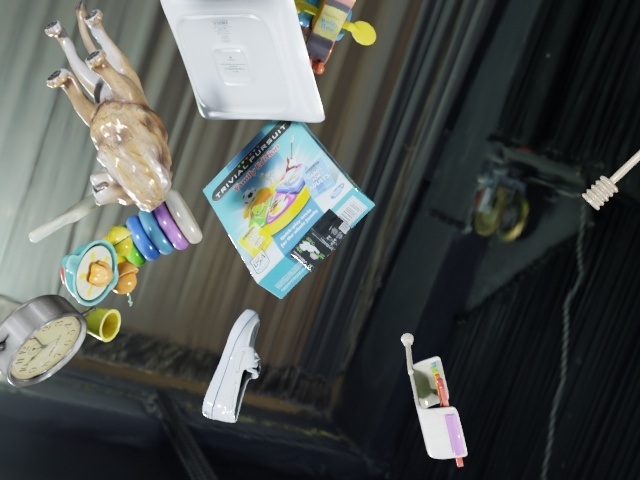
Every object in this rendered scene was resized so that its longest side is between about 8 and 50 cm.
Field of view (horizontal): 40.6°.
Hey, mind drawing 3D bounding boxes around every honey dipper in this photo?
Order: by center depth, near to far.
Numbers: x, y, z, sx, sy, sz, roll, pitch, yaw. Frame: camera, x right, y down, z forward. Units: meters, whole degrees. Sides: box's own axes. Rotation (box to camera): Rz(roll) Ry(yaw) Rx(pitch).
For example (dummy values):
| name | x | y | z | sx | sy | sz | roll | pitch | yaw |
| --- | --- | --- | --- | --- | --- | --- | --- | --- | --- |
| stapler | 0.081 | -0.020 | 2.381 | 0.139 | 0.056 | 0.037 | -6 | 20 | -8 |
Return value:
| name | x | y | z | sx | sy | sz | roll | pitch | yaw |
| --- | --- | --- | --- | --- | --- | --- | --- | --- | --- |
| honey dipper | 0.410 | -0.106 | 1.126 | 0.030 | 0.161 | 0.030 | 43 | -171 | -9 |

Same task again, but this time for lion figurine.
| name | x | y | z | sx | sy | sz | roll | pitch | yaw |
| --- | --- | --- | --- | --- | --- | --- | --- | --- | --- |
| lion figurine | -0.336 | -0.230 | 1.421 | 0.240 | 0.142 | 0.392 | 55 | -166 | -38 |

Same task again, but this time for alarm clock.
| name | x | y | z | sx | sy | sz | roll | pitch | yaw |
| --- | --- | --- | --- | --- | --- | --- | --- | --- | --- |
| alarm clock | -0.398 | 0.135 | 1.173 | 0.064 | 0.129 | 0.192 | 39 | -164 | 17 |

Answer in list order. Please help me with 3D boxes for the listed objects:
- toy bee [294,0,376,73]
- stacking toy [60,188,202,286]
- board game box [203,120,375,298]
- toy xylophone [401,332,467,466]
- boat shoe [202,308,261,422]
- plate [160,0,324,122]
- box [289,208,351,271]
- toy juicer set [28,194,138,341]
| name | x | y | z | sx | sy | sz | roll | pitch | yaw |
| --- | --- | --- | --- | --- | --- | --- | --- | --- | --- |
| toy bee | 0.013 | -0.409 | 1.703 | 0.195 | 0.298 | 0.162 | 4 | -134 | -3 |
| stacking toy | -0.445 | 0.017 | 1.990 | 0.141 | 0.330 | 0.141 | 60 | 176 | 6 |
| board game box | -0.075 | -0.085 | 1.710 | 0.079 | 0.254 | 0.336 | 37 | -169 | -42 |
| toy xylophone | 0.248 | 0.343 | 1.915 | 0.081 | 0.236 | 0.323 | -14 | -159 | 4 |
| boat shoe | -0.171 | 0.275 | 1.885 | 0.084 | 0.258 | 0.095 | 14 | 157 | 13 |
| plate | -0.150 | -0.327 | 1.564 | 0.277 | 0.278 | 0.045 | 7 | -139 | 29 |
| box | 0.000 | 0.000 | 1.408 | 0.052 | 0.083 | 0.062 | 42 | -132 | -2 |
| toy juicer set | -0.437 | 0.035 | 1.731 | 0.089 | 0.209 | 0.329 | 13 | 141 | 22 |
